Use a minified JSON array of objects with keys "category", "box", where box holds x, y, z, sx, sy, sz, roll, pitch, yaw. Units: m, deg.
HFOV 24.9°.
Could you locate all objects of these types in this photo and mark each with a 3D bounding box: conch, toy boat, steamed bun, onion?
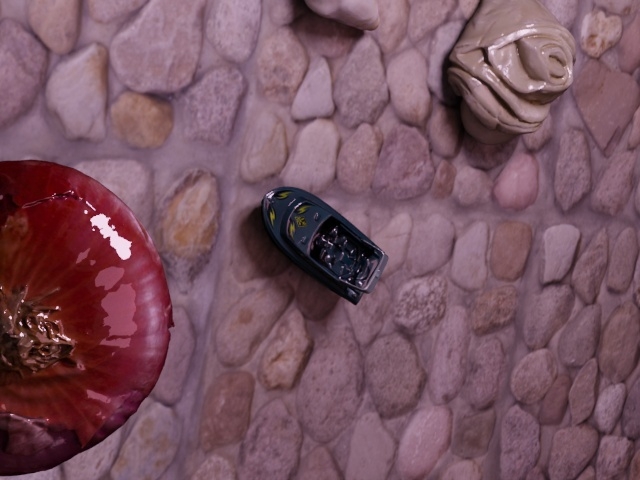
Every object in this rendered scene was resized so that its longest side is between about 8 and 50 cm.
[{"category":"conch","box":[0.041,-0.335,1.926,0.094,0.104,0.176,-43,147,26]},{"category":"toy boat","box":[0.000,0.000,1.976,0.246,0.103,0.093,39,75,-40]},{"category":"steamed bun","box":[0.302,-0.254,2.159,0.218,0.144,0.211,-52,131,-20]},{"category":"onion","box":[-0.335,0.078,1.593,0.348,0.285,0.347,0,96,-2]}]
